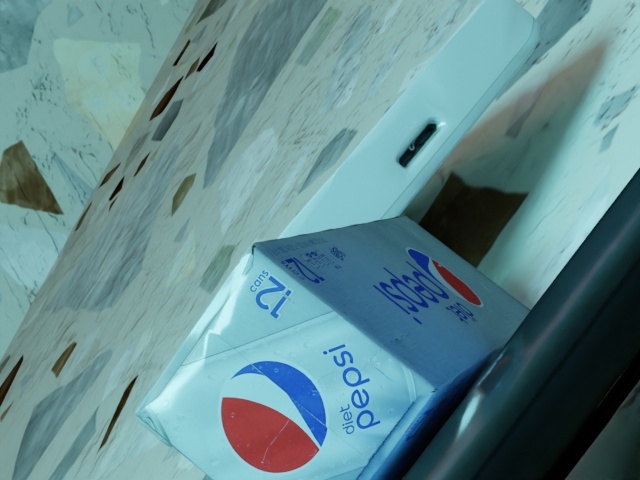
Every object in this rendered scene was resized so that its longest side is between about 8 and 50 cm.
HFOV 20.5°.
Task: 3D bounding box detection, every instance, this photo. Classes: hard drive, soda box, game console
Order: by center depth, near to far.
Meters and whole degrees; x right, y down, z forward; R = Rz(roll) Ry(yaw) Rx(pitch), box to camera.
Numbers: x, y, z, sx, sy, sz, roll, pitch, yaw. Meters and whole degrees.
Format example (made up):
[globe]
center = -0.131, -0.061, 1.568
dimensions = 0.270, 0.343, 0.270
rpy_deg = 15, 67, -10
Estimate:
[game console]
center = 0.064, 0.068, 0.638
dimensions = 0.386, 0.060, 0.342
rpy_deg = -53, -12, -5
[soda box]
center = 0.022, 0.056, 0.828
dimensions = 0.091, 0.098, 0.286
rpy_deg = -54, -10, 12
[hard drive]
center = 0.000, 0.000, 1.147
dimensions = 0.233, 0.047, 0.353
rpy_deg = -50, 2, -26
